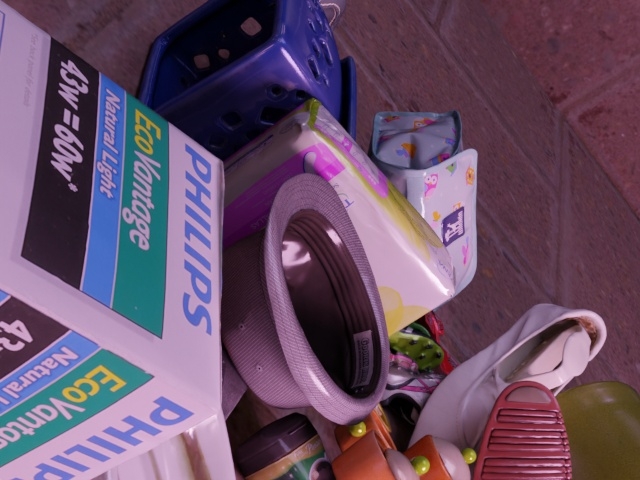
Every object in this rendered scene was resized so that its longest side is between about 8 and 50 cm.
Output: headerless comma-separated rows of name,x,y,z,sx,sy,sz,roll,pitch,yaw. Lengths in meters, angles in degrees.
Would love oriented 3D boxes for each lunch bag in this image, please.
lunch bag,0.143,-0.047,1.717,0.262,0.160,0.223,-87,176,-66

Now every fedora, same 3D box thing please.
fedora,-0.032,0.075,1.314,0.275,0.124,0.244,67,27,-10

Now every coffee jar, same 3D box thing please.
coffee jar,-0.015,0.282,1.298,0.184,0.079,0.096,61,31,4

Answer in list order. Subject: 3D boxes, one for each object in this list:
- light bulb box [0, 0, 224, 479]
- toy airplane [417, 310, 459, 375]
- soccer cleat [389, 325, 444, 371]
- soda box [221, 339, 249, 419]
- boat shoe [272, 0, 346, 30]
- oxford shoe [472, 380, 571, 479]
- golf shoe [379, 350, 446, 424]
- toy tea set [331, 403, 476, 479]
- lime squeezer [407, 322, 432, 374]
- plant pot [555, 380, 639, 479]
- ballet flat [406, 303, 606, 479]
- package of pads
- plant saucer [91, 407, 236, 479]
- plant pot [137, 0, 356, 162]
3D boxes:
light bulb box,-0.306,0.019,0.760,0.361,0.358,0.225,35,35,-36
toy airplane,0.176,0.147,1.833,0.151,0.028,0.151,60,10,-17
soccer cleat,0.101,0.131,1.677,0.179,0.060,0.072,26,24,-32
soda box,-0.119,0.156,1.285,0.060,0.053,0.169,54,26,-9
boat shoe,-0.025,-0.286,1.729,0.319,0.116,0.099,144,-62,-74
oxford shoe,0.245,0.351,1.538,0.130,0.123,0.348,70,26,-87
golf shoe,0.135,0.219,1.657,0.186,0.067,0.086,27,57,-36
toy tea set,0.107,0.257,1.389,0.200,0.124,0.336,59,5,-4
lime squeezer,0.126,0.131,1.765,0.110,0.058,0.310,79,-8,-64
plant pot,0.427,0.400,1.686,0.366,0.366,0.353,28,27,-45
ballet flat,0.265,0.205,1.642,0.400,0.139,0.139,-38,96,-38
package of pads,0.000,0.000,1.459,0.296,0.229,0.101,49,22,-19
plant saucer,-0.152,0.232,0.991,0.400,0.100,0.401,-11,90,-84
plant pot,-0.078,-0.188,1.545,0.212,0.236,0.236,49,26,-31
